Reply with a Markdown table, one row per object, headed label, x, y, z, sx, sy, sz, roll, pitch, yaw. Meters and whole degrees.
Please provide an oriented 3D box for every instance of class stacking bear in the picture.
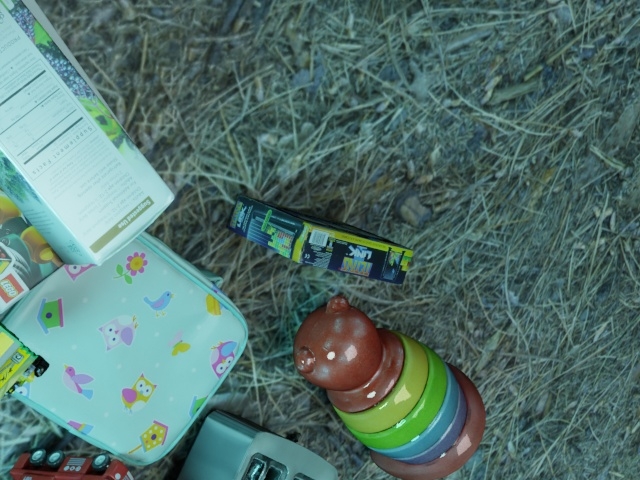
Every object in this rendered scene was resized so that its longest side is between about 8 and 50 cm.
| label | x | y | z | sx | sy | sz | roll | pitch | yaw |
| --- | --- | --- | --- | --- | --- | --- | --- | --- | --- |
| stacking bear | 0.074 | 0.181 | 1.352 | 0.289 | 0.164 | 0.175 | 42 | 78 | -36 |

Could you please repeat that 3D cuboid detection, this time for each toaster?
| label | x | y | z | sx | sy | sz | roll | pitch | yaw |
| --- | --- | --- | --- | --- | --- | --- | --- | --- | --- |
| toaster | -0.084 | 0.305 | 1.276 | 0.168 | 0.110 | 0.186 | 37 | 73 | -40 |

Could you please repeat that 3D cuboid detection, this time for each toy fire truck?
| label | x | y | z | sx | sy | sz | roll | pitch | yaw |
| --- | --- | --- | --- | --- | --- | --- | --- | --- | --- |
| toy fire truck | -0.299 | 0.284 | 1.086 | 0.135 | 0.192 | 0.047 | -63 | 140 | -43 |

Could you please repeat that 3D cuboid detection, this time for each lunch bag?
| label | x | y | z | sx | sy | sz | roll | pitch | yaw |
| --- | --- | --- | --- | --- | --- | --- | --- | --- | --- |
| lunch bag | -0.218 | 0.093 | 1.105 | 0.279 | 0.108 | 0.224 | 43 | 75 | -40 |

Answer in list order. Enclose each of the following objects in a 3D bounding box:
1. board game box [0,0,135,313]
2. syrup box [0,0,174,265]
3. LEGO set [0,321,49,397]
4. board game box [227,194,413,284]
| label | x | y | z | sx | sy | sz | roll | pitch | yaw |
| --- | --- | --- | --- | --- | --- | --- | --- | --- | --- |
| board game box | -0.303 | -0.112 | 0.933 | 0.193 | 0.053 | 0.305 | -40 | 107 | -22 |
| syrup box | -0.240 | -0.094 | 0.882 | 0.096 | 0.093 | 0.237 | -45 | 109 | -22 |
| LEGO set | -0.402 | 0.071 | 0.832 | 0.331 | 0.255 | 0.192 | 45 | 75 | -23 |
| board game box | 0.000 | 0.000 | 1.227 | 0.170 | 0.141 | 0.048 | 14 | 95 | -41 |
